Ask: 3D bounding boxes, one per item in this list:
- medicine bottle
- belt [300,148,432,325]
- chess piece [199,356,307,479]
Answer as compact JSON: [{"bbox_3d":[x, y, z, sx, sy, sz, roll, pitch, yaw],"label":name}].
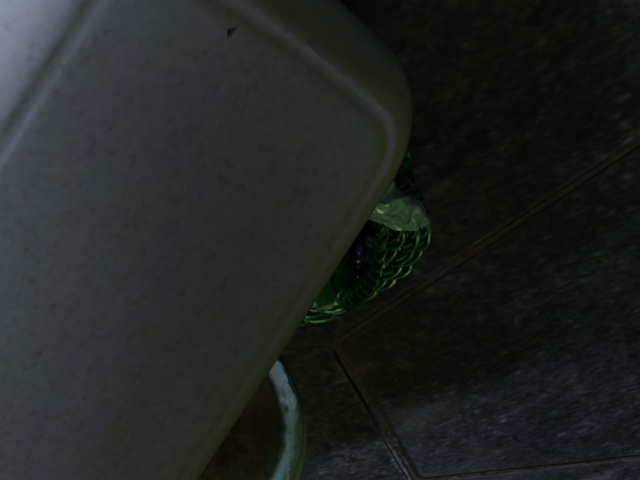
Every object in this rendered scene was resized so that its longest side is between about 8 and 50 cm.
[{"bbox_3d":[-0.130,0.026,0.558,0.375,0.123,0.282,-56,140,4],"label":"medicine bottle"},{"bbox_3d":[0.000,0.000,0.749,0.121,0.079,0.151,15,137,-38],"label":"belt"},{"bbox_3d":[-0.101,0.165,0.926,0.175,0.176,0.298,-9,161,-9],"label":"chess piece"}]
